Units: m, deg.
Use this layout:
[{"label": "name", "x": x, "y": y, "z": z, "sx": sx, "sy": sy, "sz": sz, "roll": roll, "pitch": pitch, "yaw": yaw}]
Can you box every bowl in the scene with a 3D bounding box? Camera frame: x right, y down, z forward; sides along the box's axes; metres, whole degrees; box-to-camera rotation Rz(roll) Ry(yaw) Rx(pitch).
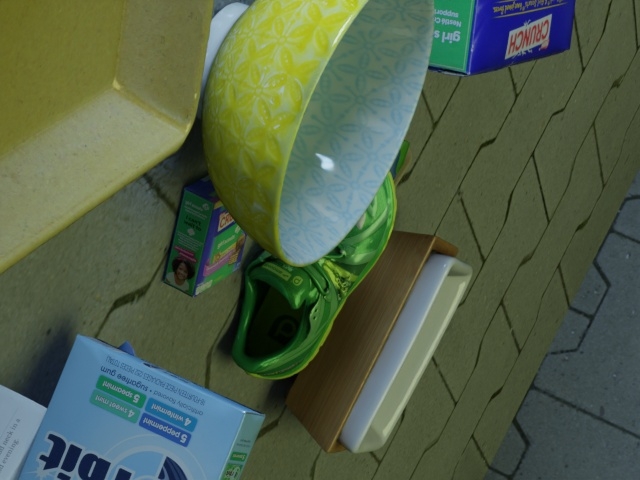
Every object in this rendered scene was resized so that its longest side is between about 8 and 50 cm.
[{"label": "bowl", "x": -0.030, "y": -0.137, "z": 1.655, "sx": 0.289, "sy": 0.156, "sz": 0.289, "roll": -54, "pitch": 158, "yaw": -32}]

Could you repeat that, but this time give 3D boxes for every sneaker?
[{"label": "sneaker", "x": -0.008, "y": 0.026, "z": 1.977, "sx": 0.295, "sy": 0.109, "sz": 0.123, "roll": -66, "pitch": 163, "yaw": 12}]

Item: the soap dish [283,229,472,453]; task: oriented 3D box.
[{"label": "soap dish", "x": 0.072, "y": 0.121, "z": 2.264, "sx": 0.291, "sy": 0.118, "sz": 0.229, "roll": -64, "pitch": 167, "yaw": 2}]

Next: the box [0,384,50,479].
[{"label": "box", "x": -0.280, "y": 0.212, "z": 1.464, "sx": 0.181, "sy": 0.119, "sz": 0.182, "roll": -62, "pitch": 161, "yaw": -12}]

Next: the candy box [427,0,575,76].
[{"label": "candy box", "x": 0.182, "y": -0.348, "z": 1.915, "sx": 0.268, "sy": 0.122, "sz": 0.317, "roll": -20, "pitch": 119, "yaw": -58}]

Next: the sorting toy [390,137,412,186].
[{"label": "sorting toy", "x": 0.060, "y": -0.087, "z": 2.144, "sx": 0.193, "sy": 0.038, "sz": 0.208, "roll": -57, "pitch": 159, "yaw": -23}]

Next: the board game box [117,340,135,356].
[{"label": "board game box", "x": -0.190, "y": 0.170, "z": 1.624, "sx": 0.168, "sy": 0.033, "sz": 0.133, "roll": -35, "pitch": -138, "yaw": 49}]

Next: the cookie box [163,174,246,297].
[{"label": "cookie box", "x": -0.107, "y": -0.011, "z": 1.783, "sx": 0.092, "sy": 0.040, "sz": 0.107, "roll": -33, "pitch": 143, "yaw": -56}]

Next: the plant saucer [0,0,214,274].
[{"label": "plant saucer", "x": -0.189, "y": -0.167, "z": 1.311, "sx": 0.333, "sy": 0.081, "sz": 0.333, "roll": -41, "pitch": 150, "yaw": -51}]

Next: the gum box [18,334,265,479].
[{"label": "gum box", "x": -0.148, "y": 0.185, "z": 1.361, "sx": 0.184, "sy": 0.157, "sz": 0.041, "roll": -67, "pitch": 156, "yaw": 0}]
